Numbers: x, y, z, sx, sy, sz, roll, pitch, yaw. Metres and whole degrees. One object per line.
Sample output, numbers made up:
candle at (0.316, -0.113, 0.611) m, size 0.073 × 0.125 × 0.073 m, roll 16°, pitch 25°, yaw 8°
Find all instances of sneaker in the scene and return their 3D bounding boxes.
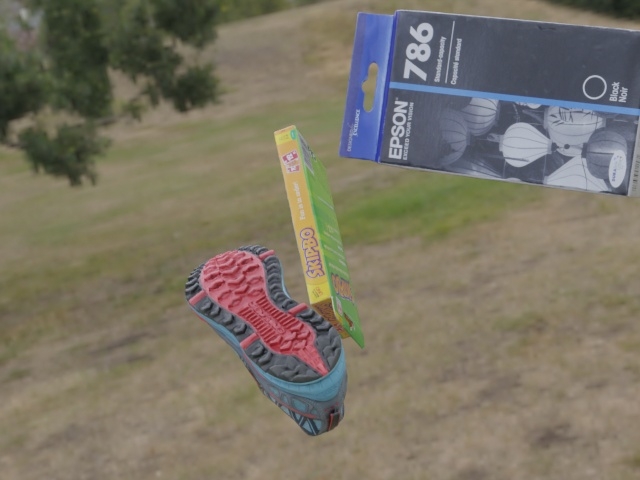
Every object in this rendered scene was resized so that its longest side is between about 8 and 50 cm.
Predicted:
sneaker at (-0.056, 0.105, 1.388) m, size 0.104 × 0.125 × 0.262 m, roll -24°, pitch 37°, yaw -13°

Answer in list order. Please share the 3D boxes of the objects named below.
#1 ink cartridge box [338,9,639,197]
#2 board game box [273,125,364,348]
ink cartridge box at (0.168, -0.144, 1.403) m, size 0.332 × 0.165 × 0.065 m, roll 8°, pitch 5°, yaw 24°
board game box at (0.000, 0.000, 1.654) m, size 0.039 × 0.259 × 0.124 m, roll -21°, pitch -29°, yaw 10°
